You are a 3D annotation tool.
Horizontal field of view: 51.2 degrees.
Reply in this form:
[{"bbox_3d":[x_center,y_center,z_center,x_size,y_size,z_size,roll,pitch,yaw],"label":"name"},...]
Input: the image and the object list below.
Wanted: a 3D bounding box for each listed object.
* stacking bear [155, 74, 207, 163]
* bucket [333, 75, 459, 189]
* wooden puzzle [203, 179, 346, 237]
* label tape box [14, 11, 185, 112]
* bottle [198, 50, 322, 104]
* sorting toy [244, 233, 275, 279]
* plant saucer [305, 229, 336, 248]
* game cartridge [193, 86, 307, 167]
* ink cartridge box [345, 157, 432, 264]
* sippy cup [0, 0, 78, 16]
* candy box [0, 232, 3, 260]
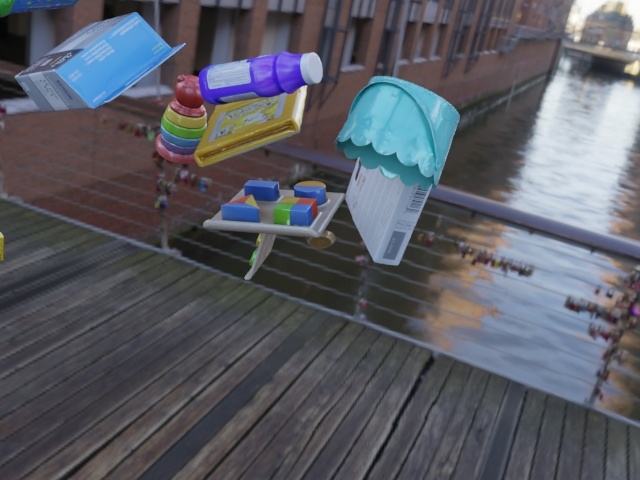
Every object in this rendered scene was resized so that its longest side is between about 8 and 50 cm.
[{"bbox_3d":[-0.452,-0.419,2.254,0.175,0.289,0.164,14,34,-10],"label":"stacking bear"},{"bbox_3d":[0.189,-0.260,1.615,0.281,0.183,0.281,24,-3,1],"label":"bucket"},{"bbox_3d":[-0.119,-0.104,1.877,0.322,0.081,0.348,4,21,15],"label":"wooden puzzle"},{"bbox_3d":[-0.508,-0.410,1.528,0.347,0.115,0.249,7,47,47],"label":"label tape box"},{"bbox_3d":[-0.134,-0.367,1.503,0.282,0.092,0.118,-2,14,29],"label":"bottle"},{"bbox_3d":[-0.179,0.006,2.151,0.038,0.208,0.193,28,30,2],"label":"sorting toy"},{"bbox_3d":[0.000,0.000,1.808,0.083,0.083,0.015,8,56,-10],"label":"plant saucer"},{"bbox_3d":[-0.180,-0.332,1.793,0.285,0.053,0.324,-17,33,14],"label":"game cartridge"},{"bbox_3d":[0.194,-0.157,2.007,0.091,0.308,0.385,8,30,-18],"label":"ink cartridge box"},{"bbox_3d":[-0.730,-0.680,1.682,0.224,0.240,0.305,-14,42,-42],"label":"sippy cup"},{"bbox_3d":[-1.026,0.047,1.936,0.206,0.105,0.027,-23,57,-41],"label":"candy box"}]
